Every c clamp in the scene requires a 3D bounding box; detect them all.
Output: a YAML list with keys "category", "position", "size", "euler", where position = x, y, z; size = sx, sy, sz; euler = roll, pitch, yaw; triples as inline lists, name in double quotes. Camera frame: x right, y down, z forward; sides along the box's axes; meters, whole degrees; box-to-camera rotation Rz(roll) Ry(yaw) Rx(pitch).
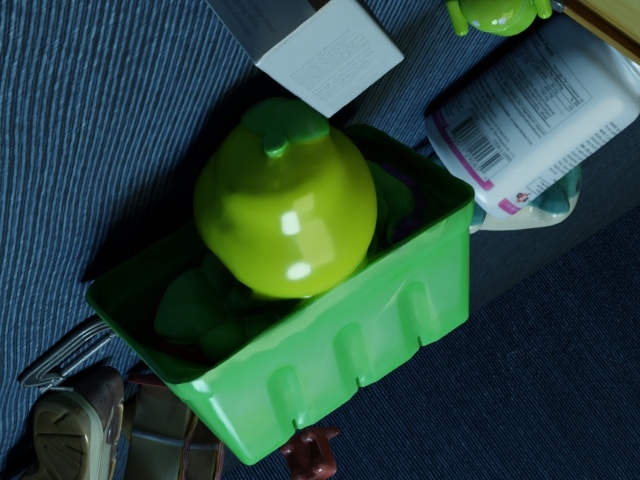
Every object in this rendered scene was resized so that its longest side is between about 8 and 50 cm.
- category: "c clamp"
  position: [-0.282, 0.131, 1.849]
  size: [0.160, 0.022, 0.137]
  euler: [-39, 163, 23]

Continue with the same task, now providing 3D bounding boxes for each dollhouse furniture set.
- category: "dollhouse furniture set"
  position: [-0.090, 0.300, 2.083]
  size: [0.374, 0.201, 0.152]
  euler: [7, 174, 36]

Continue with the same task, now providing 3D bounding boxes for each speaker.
- category: "speaker"
  position: [-0.387, 0.318, 2.197]
  size: [0.136, 0.055, 0.055]
  euler: [-35, 169, -3]

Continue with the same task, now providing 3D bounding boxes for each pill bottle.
- category: "pill bottle"
  position: [0.278, -0.168, 1.905]
  size: [0.283, 0.160, 0.160]
  euler: [-38, 168, 14]

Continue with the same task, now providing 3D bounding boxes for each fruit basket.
- category: "fruit basket"
  position: [-0.042, -0.006, 1.581]
  size: [0.392, 0.283, 0.392]
  euler: [-14, 118, -27]

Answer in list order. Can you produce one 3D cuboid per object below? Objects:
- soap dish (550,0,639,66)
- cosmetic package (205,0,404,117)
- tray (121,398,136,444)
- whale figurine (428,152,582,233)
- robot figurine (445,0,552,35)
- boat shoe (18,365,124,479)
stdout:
- category: "soap dish"
  position: [0.343, -0.233, 1.496]
  size: [0.118, 0.291, 0.229]
  euler: [-52, 171, -9]
- category: "cosmetic package"
  position: [-0.021, -0.170, 1.146]
  size: [0.085, 0.117, 0.231]
  euler: [-39, 167, 9]
- category: "tray"
  position: [-0.079, 0.183, 2.333]
  size: [0.411, 0.076, 0.203]
  euler: [-27, 172, 17]
- category: "whale figurine"
  position: [0.232, -0.090, 2.091]
  size: [0.272, 0.216, 0.141]
  euler: [-21, 126, -48]
- category: "robot figurine"
  position: [0.175, -0.236, 1.566]
  size: [0.101, 0.067, 0.115]
  euler: [-6, 180, 21]
- category: "boat shoe"
  position: [-0.311, 0.284, 2.088]
  size: [0.123, 0.123, 0.342]
  euler: [-45, 159, -39]
